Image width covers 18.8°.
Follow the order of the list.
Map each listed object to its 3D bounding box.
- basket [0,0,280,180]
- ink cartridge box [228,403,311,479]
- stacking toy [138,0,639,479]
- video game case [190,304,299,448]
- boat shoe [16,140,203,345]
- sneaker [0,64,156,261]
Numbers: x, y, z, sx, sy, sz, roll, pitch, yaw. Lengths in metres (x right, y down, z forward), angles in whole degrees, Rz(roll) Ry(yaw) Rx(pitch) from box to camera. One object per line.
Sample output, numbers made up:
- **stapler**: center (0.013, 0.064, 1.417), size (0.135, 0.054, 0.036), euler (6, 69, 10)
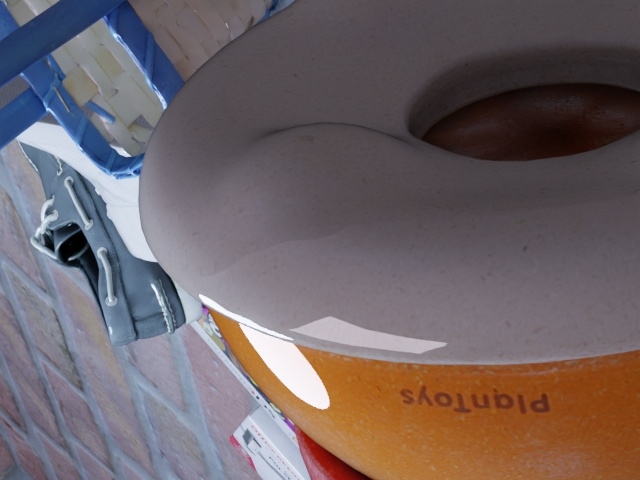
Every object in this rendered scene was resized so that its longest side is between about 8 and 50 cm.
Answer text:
- **basket**: center (-0.174, -0.128, 1.315), size (0.201, 0.289, 0.255), euler (55, 163, -1)
- **ink cartridge box**: center (-0.035, 0.211, 1.989), size (0.099, 0.056, 0.135), euler (48, 161, 6)
- **stacking toy**: center (0.124, 0.122, 0.907), size (0.351, 0.351, 0.479), euler (26, 134, 48)
- **video game case**: center (-0.041, 0.102, 1.823), size (0.210, 0.042, 0.232), euler (48, 160, 3)
- **boat shoe**: center (-0.233, -0.019, 1.881), size (0.319, 0.099, 0.116), euler (49, 161, 33)
- **sneaker**: center (-0.203, -0.068, 1.763), size (0.292, 0.108, 0.169), euler (27, 147, 45)
